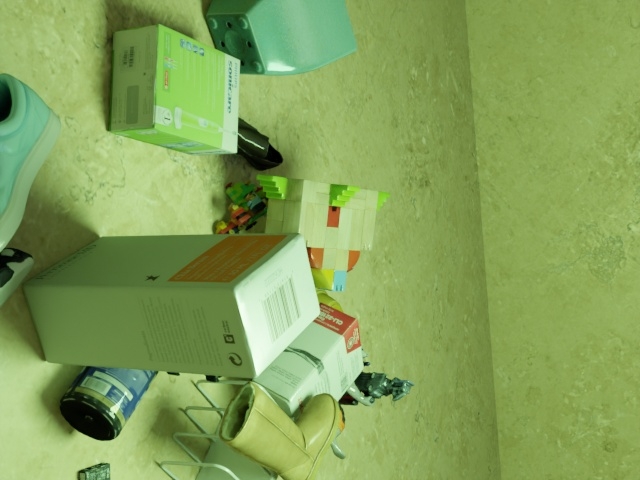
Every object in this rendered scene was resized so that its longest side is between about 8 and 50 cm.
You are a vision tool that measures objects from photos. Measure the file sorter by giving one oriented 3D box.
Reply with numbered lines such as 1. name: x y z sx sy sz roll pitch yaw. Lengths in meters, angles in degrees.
1. file sorter: -0.209 0.454 1.943 0.173 0.192 0.278 56 43 -40

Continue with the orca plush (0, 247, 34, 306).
1. orca plush: -0.574 0.099 1.443 0.287 0.102 0.151 -58 -177 -30

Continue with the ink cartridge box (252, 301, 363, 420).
1. ink cartridge box: -0.024 0.314 2.152 0.273 0.114 0.197 -48 147 -33

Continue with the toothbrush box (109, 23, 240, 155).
1. toothbrush box: -0.291 -0.298 1.884 0.283 0.122 0.206 8 82 -60

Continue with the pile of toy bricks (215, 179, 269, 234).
1. pile of toy bricks: -0.175 -0.094 2.130 0.105 0.118 0.212 48 46 6

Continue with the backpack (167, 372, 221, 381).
1. backpack: -0.218 0.148 1.903 0.253 0.225 0.191 -41 130 -58

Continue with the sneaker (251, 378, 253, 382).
1. sneaker: -0.151 0.366 2.180 0.084 0.058 0.152 23 75 -68

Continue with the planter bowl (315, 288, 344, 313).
1. planter bowl: 0.004 0.215 2.429 0.217 0.090 0.217 5 84 -61

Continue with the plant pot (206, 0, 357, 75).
1. plant pot: -0.109 -0.495 2.106 0.252 0.247 0.248 -40 125 -34

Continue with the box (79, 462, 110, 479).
1. box: -0.423 0.466 1.732 0.067 0.018 0.083 -4 93 -61

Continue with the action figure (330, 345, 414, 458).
1. action figure: 0.048 0.372 2.293 0.178 0.341 0.330 46 49 -29

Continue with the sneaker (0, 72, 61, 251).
1. sneaker: -0.538 -0.113 1.443 0.150 0.135 0.366 56 32 -42

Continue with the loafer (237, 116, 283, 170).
1. loafer: -0.156 -0.233 2.165 0.220 0.078 0.080 33 61 -56

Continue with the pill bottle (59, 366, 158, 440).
1. pill bottle: -0.376 0.251 1.715 0.219 0.122 0.123 -60 139 -41

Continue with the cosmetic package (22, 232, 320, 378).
1. cosmetic package: -0.258 0.101 1.592 0.230 0.453 0.162 -42 124 -54

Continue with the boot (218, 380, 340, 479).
1. boot: -0.075 0.368 1.909 0.269 0.089 0.236 49 47 -39

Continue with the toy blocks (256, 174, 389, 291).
1. toy blocks: 0.000 0.000 2.108 0.381 0.190 0.261 4 93 -52
